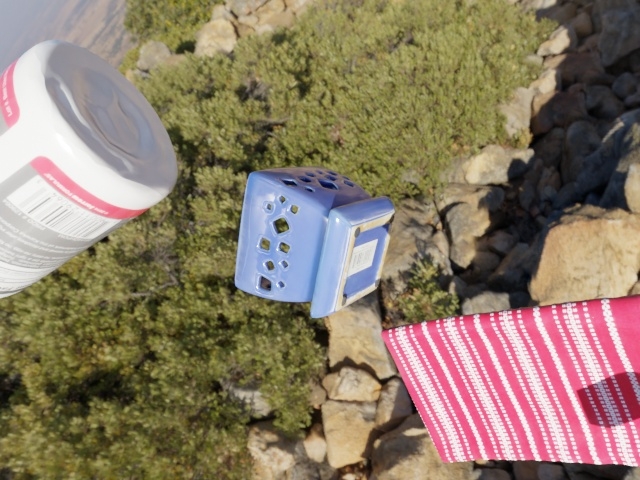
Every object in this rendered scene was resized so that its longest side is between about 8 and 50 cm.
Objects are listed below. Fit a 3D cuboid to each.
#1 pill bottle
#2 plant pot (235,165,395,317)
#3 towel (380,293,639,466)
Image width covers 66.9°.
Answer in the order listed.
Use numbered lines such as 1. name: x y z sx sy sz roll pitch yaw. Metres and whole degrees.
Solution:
1. pill bottle: -0.326 -0.046 0.509 0.319 0.176 0.176 -28 45 16
2. plant pot: 0.000 0.000 0.918 0.212 0.236 0.235 23 113 29
3. towel: 0.218 0.160 0.512 0.275 0.198 0.031 -16 17 35
